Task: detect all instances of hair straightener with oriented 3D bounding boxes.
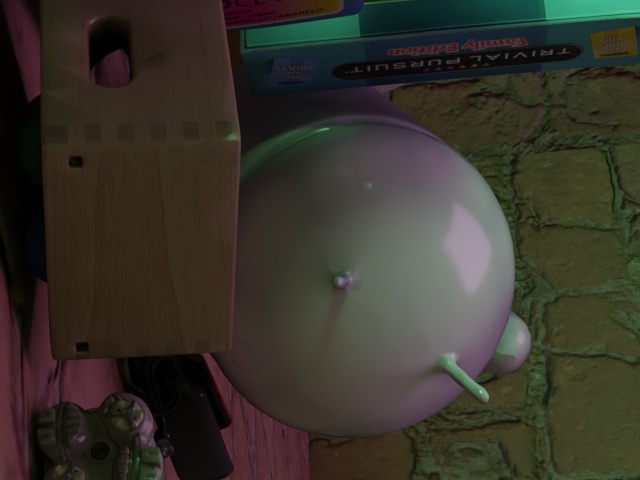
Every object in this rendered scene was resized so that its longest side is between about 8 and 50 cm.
[{"bbox_3d":[-0.091,0.095,1.097,0.230,0.047,0.089,82,3,-52],"label":"hair straightener"}]

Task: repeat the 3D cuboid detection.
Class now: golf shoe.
[{"bbox_3d":[-0.090,0.157,0.757,0.086,0.069,0.176,92,-4,-55],"label":"golf shoe"}]

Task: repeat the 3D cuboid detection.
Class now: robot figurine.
[{"bbox_3d":[0.000,0.000,1.119,0.199,0.300,0.353,-61,-155,9],"label":"robot figurine"}]

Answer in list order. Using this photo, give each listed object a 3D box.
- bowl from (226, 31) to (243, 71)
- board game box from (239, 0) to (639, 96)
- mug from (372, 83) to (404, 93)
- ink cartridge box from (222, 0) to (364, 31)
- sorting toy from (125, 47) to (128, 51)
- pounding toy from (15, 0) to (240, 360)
[{"bbox_3d":[-0.045,-0.251,1.372,0.156,0.289,0.289,38,21,-18],"label":"bowl"},{"bbox_3d":[0.067,-0.269,1.085,0.079,0.254,0.336,79,6,-74],"label":"board game box"},{"bbox_3d":[-0.019,-0.287,1.684,0.374,0.276,0.328,-63,162,-15],"label":"mug"},{"bbox_3d":[-0.068,-0.282,0.737,0.395,0.151,0.270,85,-5,-74],"label":"ink cartridge box"},{"bbox_3d":[-0.101,-0.262,1.170,0.255,0.089,0.257,69,16,-83],"label":"sorting toy"},{"bbox_3d":[-0.095,-0.024,0.824,0.181,0.094,0.206,-100,-168,-47],"label":"pounding toy"}]
